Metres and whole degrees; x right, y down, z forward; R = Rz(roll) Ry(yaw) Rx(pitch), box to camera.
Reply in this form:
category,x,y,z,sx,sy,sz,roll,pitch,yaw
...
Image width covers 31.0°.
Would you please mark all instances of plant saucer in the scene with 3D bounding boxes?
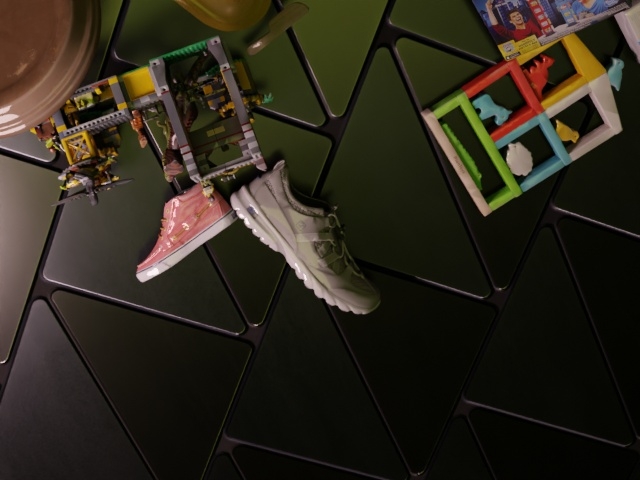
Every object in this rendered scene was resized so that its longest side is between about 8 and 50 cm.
category,x,y,z,sx,sy,sz,roll,pitch,yaw
plant saucer,-0.413,-0.266,1.491,0.278,0.041,0.278,-6,74,19

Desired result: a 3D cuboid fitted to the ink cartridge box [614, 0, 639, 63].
category,x,y,z,sx,sy,sz,roll,pitch,yaw
ink cartridge box,0.532,-0.342,1.687,0.181,0.061,0.104,-31,112,4

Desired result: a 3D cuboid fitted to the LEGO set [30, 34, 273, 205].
category,x,y,z,sx,sy,sz,roll,pitch,yaw
LEGO set,-0.205,-0.124,1.550,0.331,0.255,0.192,-19,86,-8

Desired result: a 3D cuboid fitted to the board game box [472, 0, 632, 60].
category,x,y,z,sx,sy,sz,roll,pitch,yaw
board game box,0.307,-0.377,1.619,0.194,0.060,0.194,-21,122,24

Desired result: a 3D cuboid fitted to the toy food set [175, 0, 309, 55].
category,x,y,z,sx,sy,sz,roll,pitch,yaw
toy food set,-0.129,-0.362,1.586,0.218,0.071,0.128,37,125,-17

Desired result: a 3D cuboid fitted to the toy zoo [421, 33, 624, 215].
category,x,y,z,sx,sy,sz,roll,pitch,yaw
toy zoo,0.322,-0.191,1.730,0.293,0.030,0.192,-33,111,4

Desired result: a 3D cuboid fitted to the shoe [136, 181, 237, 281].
category,x,y,z,sx,sy,sz,roll,pitch,yaw
shoe,-0.215,-0.017,1.703,0.178,0.063,0.081,-35,98,9

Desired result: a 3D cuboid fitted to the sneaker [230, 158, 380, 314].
category,x,y,z,sx,sy,sz,roll,pitch,yaw
sneaker,0.000,0.000,1.713,0.115,0.105,0.281,-44,110,9
